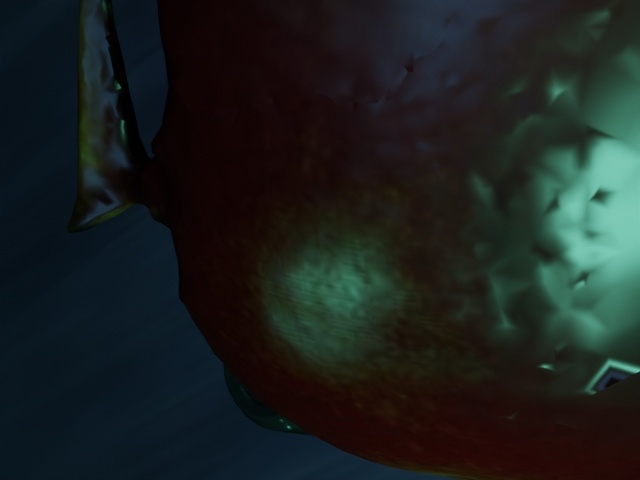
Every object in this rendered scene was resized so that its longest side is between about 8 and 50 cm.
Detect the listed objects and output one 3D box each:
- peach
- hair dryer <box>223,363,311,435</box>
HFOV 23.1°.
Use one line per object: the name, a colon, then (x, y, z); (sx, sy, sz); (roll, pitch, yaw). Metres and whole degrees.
peach: (0.108, -0.097, 0.584); (0.310, 0.335, 0.405); (18, 98, 34)
hair dryer: (0.000, 0.000, 0.816); (0.071, 0.124, 0.219); (-28, 61, 31)
